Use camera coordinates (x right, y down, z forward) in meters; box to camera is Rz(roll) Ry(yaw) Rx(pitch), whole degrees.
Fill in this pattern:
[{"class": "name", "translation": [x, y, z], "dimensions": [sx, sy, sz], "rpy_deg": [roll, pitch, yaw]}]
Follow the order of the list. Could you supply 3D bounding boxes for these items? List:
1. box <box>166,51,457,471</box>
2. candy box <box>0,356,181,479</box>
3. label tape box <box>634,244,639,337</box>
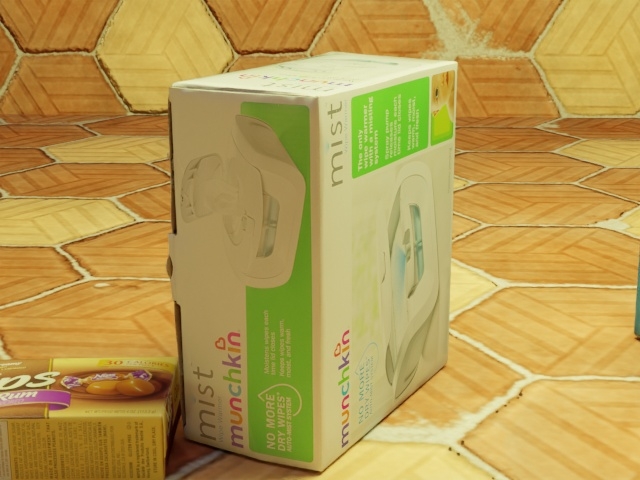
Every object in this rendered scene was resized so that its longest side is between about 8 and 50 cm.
[{"class": "box", "translation": [0.000, 0.000, 0.828], "dimensions": [0.126, 0.262, 0.231], "rpy_deg": [8, 17, 27]}, {"class": "candy box", "translation": [-0.197, 0.124, 0.773], "dimensions": [0.186, 0.053, 0.109], "rpy_deg": [1, 15, -1]}, {"class": "label tape box", "translation": [0.380, 0.006, 0.818], "dimensions": [0.115, 0.249, 0.347], "rpy_deg": [-6, 16, -18]}]
